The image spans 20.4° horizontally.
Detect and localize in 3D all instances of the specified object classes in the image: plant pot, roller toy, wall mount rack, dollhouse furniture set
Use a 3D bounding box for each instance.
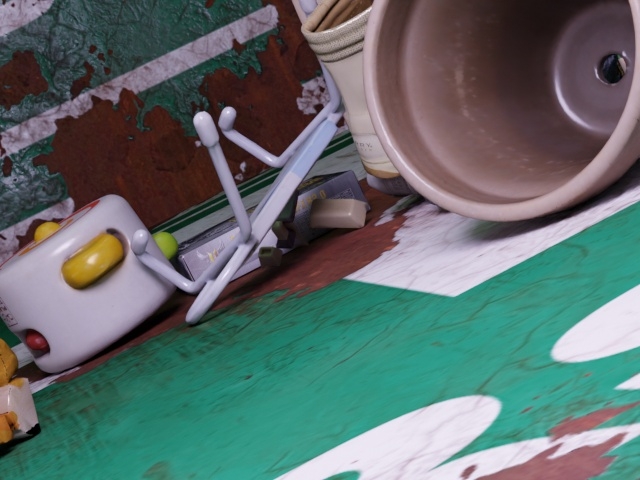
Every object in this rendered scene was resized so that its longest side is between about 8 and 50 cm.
[{"bbox_3d":[0.202,-0.146,1.492,0.263,0.263,0.229,-22,-12,33],"label":"plant pot"},{"bbox_3d":[-0.272,0.043,2.001,0.191,0.146,0.209,-31,10,18],"label":"roller toy"},{"bbox_3d":[-0.072,-0.094,1.853,0.350,0.130,0.304,-58,6,-32],"label":"wall mount rack"},{"bbox_3d":[0.000,0.000,2.003,0.114,0.091,0.081,0,-27,20],"label":"dollhouse furniture set"}]

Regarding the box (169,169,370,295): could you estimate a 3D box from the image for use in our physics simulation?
[{"bbox_3d":[-0.072,-0.009,2.145,0.231,0.056,0.183,-27,6,-12],"label":"box"}]

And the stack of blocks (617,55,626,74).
[{"bbox_3d":[0.286,-0.304,2.044,0.171,0.297,0.087,-22,7,42],"label":"stack of blocks"}]

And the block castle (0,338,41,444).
[{"bbox_3d":[-0.458,0.124,1.459,0.213,0.303,0.453,-15,10,27],"label":"block castle"}]

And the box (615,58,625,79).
[{"bbox_3d":[0.245,-0.133,1.917,0.175,0.051,0.220,-24,7,16],"label":"box"}]

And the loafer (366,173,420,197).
[{"bbox_3d":[0.120,-0.120,2.046,0.111,0.112,0.319,-15,9,15],"label":"loafer"}]

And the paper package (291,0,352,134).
[{"bbox_3d":[0.164,-0.283,2.303,0.325,0.309,0.168,-23,2,17],"label":"paper package"}]

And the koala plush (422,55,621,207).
[{"bbox_3d":[0.197,-0.150,1.713,0.221,0.196,0.203,-27,18,-19],"label":"koala plush"}]

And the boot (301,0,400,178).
[{"bbox_3d":[0.117,-0.213,1.832,0.262,0.203,0.095,-35,33,-10],"label":"boot"}]
